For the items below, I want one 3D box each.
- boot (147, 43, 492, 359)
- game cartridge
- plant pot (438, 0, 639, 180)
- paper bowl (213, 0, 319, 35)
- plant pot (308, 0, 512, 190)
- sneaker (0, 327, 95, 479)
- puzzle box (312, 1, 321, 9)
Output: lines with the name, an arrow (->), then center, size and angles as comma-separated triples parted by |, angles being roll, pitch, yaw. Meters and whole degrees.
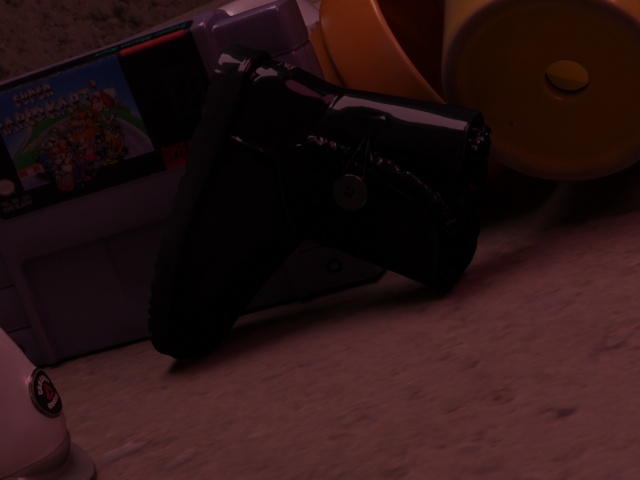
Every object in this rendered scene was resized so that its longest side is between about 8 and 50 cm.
boot -> 0.000, 0.000, 1.230 | 0.207, 0.246, 0.094 | 20, 13, 15
game cartridge -> -0.147, -0.038, 1.354 | 0.355, 0.230, 0.068 | -16, 18, 22
plant pot -> 0.194, -0.175, 1.268 | 0.254, 0.254, 0.239 | -14, 33, 28
paper bowl -> -0.081, -0.140, 1.676 | 0.284, 0.148, 0.284 | -28, 0, 0
plant pot -> 0.041, -0.100, 1.405 | 0.188, 0.205, 0.205 | -38, 6, 27
sneaker -> -0.324, 0.142, 1.123 | 0.330, 0.146, 0.122 | -21, 15, 6
puzzle box -> 0.118, -0.252, 1.937 | 0.272, 0.052, 0.409 | -11, 2, 32
